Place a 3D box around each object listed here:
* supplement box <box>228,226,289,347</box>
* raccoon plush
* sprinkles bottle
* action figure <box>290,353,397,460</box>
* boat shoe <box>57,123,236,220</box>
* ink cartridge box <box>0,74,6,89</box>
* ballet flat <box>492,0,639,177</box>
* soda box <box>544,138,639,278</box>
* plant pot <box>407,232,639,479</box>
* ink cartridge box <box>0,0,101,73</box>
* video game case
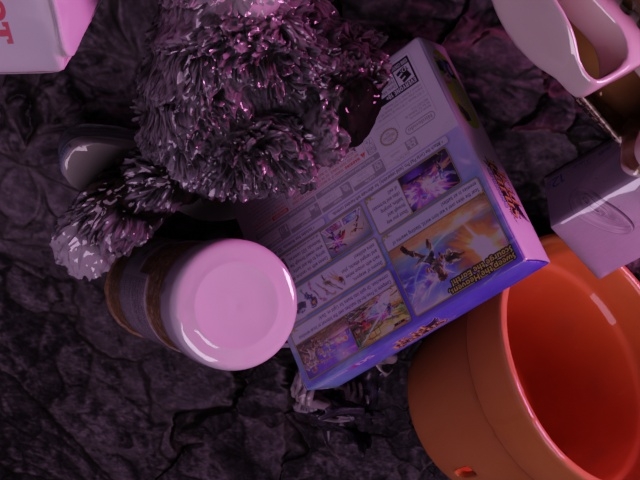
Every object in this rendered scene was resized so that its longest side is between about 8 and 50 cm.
[{"bbox_3d":[0.000,0.000,1.396,0.073,0.130,0.239,4,143,-49],"label":"supplement box"},{"bbox_3d":[-0.146,-0.153,1.144,0.446,0.216,0.299,-42,128,8],"label":"raccoon plush"},{"bbox_3d":[-0.134,0.057,1.329,0.121,0.355,0.121,0,91,-20],"label":"sprinkles bottle"},{"bbox_3d":[0.025,0.135,1.501,0.141,0.164,0.275,12,121,-23],"label":"action figure"},{"bbox_3d":[-0.168,-0.082,1.376,0.228,0.081,0.079,11,118,-27],"label":"boat shoe"},{"bbox_3d":[-0.397,-0.282,1.199,0.207,0.119,0.353,10,129,-4],"label":"ink cartridge box"},{"bbox_3d":[0.264,-0.164,1.151,0.483,0.182,0.164,42,130,-11],"label":"ballet flat"},{"bbox_3d":[0.377,-0.079,1.338,0.286,0.091,0.098,-31,121,26],"label":"soda box"},{"bbox_3d":[0.234,0.161,1.446,0.291,0.290,0.203,36,139,-23],"label":"plant pot"},{"bbox_3d":[-0.385,-0.281,1.017,0.385,0.160,0.279,0,127,8],"label":"ink cartridge box"},{"bbox_3d":[0.054,-0.021,1.264,0.270,0.244,0.061,-33,158,28],"label":"video game case"}]
